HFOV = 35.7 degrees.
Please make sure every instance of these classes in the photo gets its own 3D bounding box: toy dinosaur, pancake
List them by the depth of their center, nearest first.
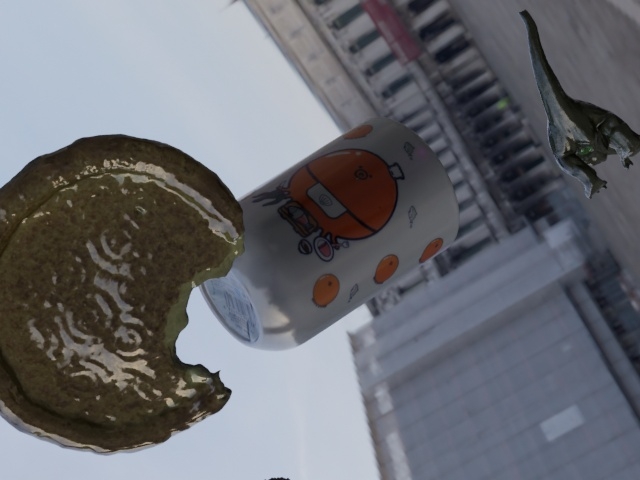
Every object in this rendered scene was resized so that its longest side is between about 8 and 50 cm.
[{"bbox_3d":[-0.178,0.058,0.875,0.286,0.288,0.033,46,-178,-20],"label":"pancake"},{"bbox_3d":[0.254,-0.133,1.055,0.179,0.087,0.187,47,-173,16],"label":"toy dinosaur"}]

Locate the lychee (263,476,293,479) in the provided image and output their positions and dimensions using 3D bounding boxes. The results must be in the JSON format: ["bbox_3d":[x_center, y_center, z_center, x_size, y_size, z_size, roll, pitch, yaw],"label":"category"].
[{"bbox_3d":[-0.033,0.216,0.750,0.067,0.083,0.068,45,157,9],"label":"lychee"}]

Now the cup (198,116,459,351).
[{"bbox_3d":[0.000,0.000,1.316,0.212,0.317,0.212,39,148,30],"label":"cup"}]
